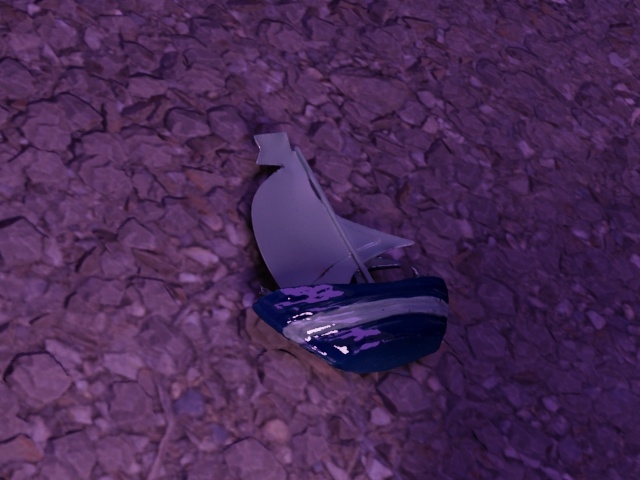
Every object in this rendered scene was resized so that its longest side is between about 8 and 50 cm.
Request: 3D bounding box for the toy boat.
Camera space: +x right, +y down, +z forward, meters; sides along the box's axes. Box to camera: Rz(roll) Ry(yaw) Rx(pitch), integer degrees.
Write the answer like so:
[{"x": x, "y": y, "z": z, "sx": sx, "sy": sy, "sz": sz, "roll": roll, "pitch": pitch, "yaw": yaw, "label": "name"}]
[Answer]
[{"x": 0.028, "y": 0.011, "z": 1.415, "sx": 0.210, "sy": 0.070, "sz": 0.292, "roll": 17, "pitch": 41, "yaw": -19, "label": "toy boat"}]
